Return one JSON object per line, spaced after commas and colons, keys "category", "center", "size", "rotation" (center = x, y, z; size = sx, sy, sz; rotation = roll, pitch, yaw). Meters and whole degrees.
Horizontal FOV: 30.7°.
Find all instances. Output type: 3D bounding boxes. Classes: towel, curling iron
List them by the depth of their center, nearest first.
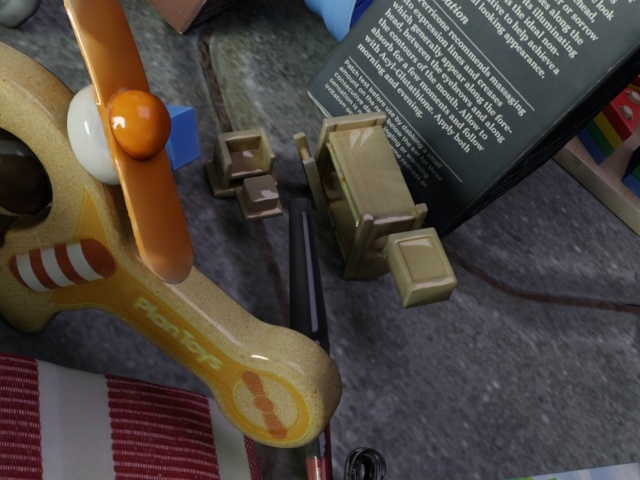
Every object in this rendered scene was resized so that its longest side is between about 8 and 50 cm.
{"category": "towel", "center": [-0.170, 0.171, 0.697], "size": [0.329, 0.037, 0.237], "rotation": [17, 43, -32]}
{"category": "curling iron", "center": [0.005, 0.095, 0.884], "size": [0.068, 0.035, 0.274], "rotation": [0, 65, -30]}

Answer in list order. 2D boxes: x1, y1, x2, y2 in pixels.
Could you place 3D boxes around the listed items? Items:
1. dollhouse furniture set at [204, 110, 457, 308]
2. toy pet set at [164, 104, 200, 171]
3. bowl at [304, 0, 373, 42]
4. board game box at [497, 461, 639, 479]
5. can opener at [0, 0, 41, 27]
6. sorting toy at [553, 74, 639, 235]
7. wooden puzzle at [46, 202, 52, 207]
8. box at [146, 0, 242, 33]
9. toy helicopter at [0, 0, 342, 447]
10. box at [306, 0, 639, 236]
{"category": "dollhouse furniture set", "center": [0.000, 0.000, 0.993], "size": [0.160, 0.101, 0.182], "rotation": [-9, 58, -17]}
{"category": "toy pet set", "center": [-0.139, -0.063, 0.912], "size": [0.122, 0.065, 0.114], "rotation": [47, 32, 4]}
{"category": "bowl", "center": [0.110, -0.376, 1.189], "size": [0.077, 0.391, 0.391], "rotation": [34, 36, 10]}
{"category": "board game box", "center": [0.222, 0.266, 0.950], "size": [0.211, 0.039, 0.160], "rotation": [4, 52, -41]}
{"category": "can opener", "center": [-0.249, -0.314, 1.014], "size": [0.076, 0.095, 0.283], "rotation": [34, 39, -39]}
{"category": "sorting toy", "center": [0.389, -0.144, 1.448], "size": [0.255, 0.089, 0.257], "rotation": [41, 38, -2]}
{"category": "wooden puzzle", "center": [-0.214, -0.046, 0.885], "size": [0.083, 0.006, 0.049], "rotation": [40, 38, -4]}
{"category": "box", "center": [-0.102, -0.339, 1.104], "size": [0.168, 0.203, 0.167], "rotation": [45, 37, 1]}
{"category": "toy helicopter", "center": [-0.124, -0.001, 0.736], "size": [0.355, 0.235, 0.140], "rotation": [39, 37, -6]}
{"category": "box", "center": [0.227, -0.234, 1.140], "size": [0.212, 0.395, 0.293], "rotation": [49, 37, 7]}
